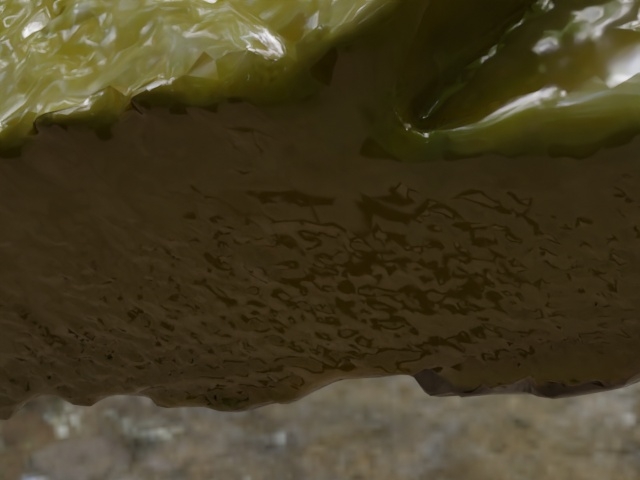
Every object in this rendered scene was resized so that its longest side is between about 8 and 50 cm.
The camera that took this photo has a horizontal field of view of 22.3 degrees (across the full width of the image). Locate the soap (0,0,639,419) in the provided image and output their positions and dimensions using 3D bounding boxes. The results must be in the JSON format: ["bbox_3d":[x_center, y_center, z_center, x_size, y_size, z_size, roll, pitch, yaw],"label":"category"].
[{"bbox_3d":[0.000,0.000,0.505,0.338,0.169,0.304,-38,42,0],"label":"soap"}]
